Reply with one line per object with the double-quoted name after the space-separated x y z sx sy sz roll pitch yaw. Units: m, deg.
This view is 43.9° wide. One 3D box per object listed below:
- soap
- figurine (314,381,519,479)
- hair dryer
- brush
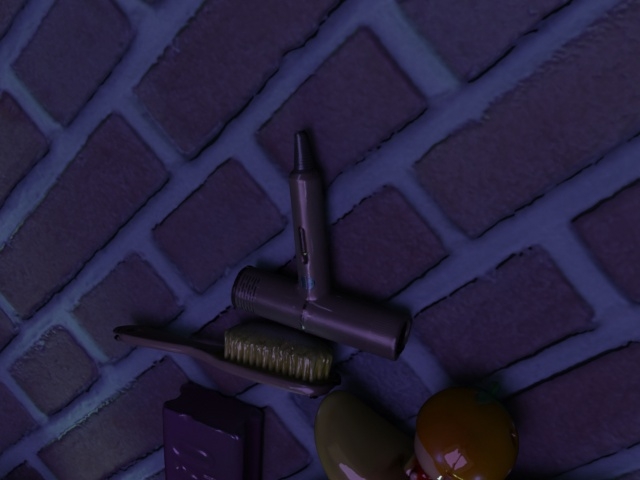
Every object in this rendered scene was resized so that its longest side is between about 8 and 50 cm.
-0.141 0.294 1.035 0.122 0.065 0.203 15 121 21 "soap"
0.138 0.251 0.832 0.325 0.124 0.222 32 125 15 "figurine"
0.012 0.001 0.824 0.195 0.054 0.220 17 114 19 "hair dryer"
-0.117 0.119 0.944 0.313 0.072 0.067 9 95 28 "brush"
